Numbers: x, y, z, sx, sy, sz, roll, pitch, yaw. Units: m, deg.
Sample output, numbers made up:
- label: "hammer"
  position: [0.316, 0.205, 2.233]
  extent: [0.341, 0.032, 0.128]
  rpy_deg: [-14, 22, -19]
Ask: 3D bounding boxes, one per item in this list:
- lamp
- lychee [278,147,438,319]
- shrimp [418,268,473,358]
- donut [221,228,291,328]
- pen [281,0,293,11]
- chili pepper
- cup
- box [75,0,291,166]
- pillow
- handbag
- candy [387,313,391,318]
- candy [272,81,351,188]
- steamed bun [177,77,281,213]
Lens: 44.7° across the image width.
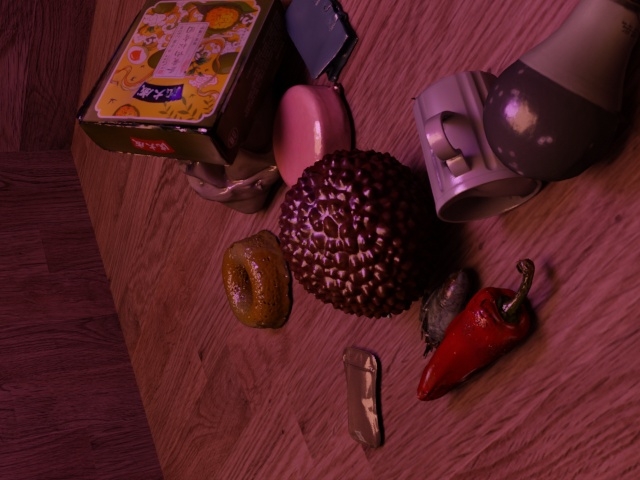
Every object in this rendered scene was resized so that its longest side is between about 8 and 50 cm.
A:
- label: "lamp"
  position: [0.362, -0.222, 1.071]
  extent: [0.314, 0.182, 0.182]
  rpy_deg: [-49, 46, 10]
- label: "lychee"
  position: [0.072, -0.013, 1.436]
  extent: [0.330, 0.306, 0.306]
  rpy_deg: [54, 139, 48]
- label: "shrimp"
  position: [0.220, 0.142, 1.427]
  extent: [0.090, 0.079, 0.233]
  rpy_deg: [27, 131, 13]
- label: "donut"
  position: [-0.177, 0.113, 2.078]
  extent: [0.272, 0.107, 0.272]
  rpy_deg: [23, 117, 57]
- label: "pen"
  position: [-0.067, -0.603, 1.827]
  extent: [0.053, 0.032, 0.197]
  rpy_deg: [44, 129, 47]
- label: "chili pepper"
  position: [0.261, 0.173, 1.328]
  extent: [0.110, 0.110, 0.388]
  rpy_deg: [66, 147, 28]
- label: "cup"
  position: [0.240, -0.158, 1.221]
  extent: [0.221, 0.166, 0.202]
  rpy_deg: [71, -175, -71]
- label: "box"
  position: [-0.307, -0.389, 1.813]
  extent: [0.372, 0.138, 0.420]
  rpy_deg: [9, 64, 24]
- label: "pillow"
  position: [0.091, 0.347, 1.725]
  extent: [0.130, 0.033, 0.218]
  rpy_deg: [1, 96, 57]
- label: "handbag"
  position: [0.000, -0.472, 1.720]
  extent: [0.144, 0.057, 0.221]
  rpy_deg: [-54, 49, 40]
- label: "candy"
  position: [0.103, 0.075, 1.651]
  extent: [0.060, 0.060, 0.201]
  rpy_deg: [-47, 63, 53]
- label: "candy"
  position: [-0.022, -0.236, 1.752]
  extent: [0.255, 0.094, 0.255]
  rpy_deg: [17, 110, 59]
- label: "steamed bun"
  position: [-0.250, -0.261, 1.988]
  extent: [0.368, 0.255, 0.343]
  rpy_deg: [-49, 52, 50]
